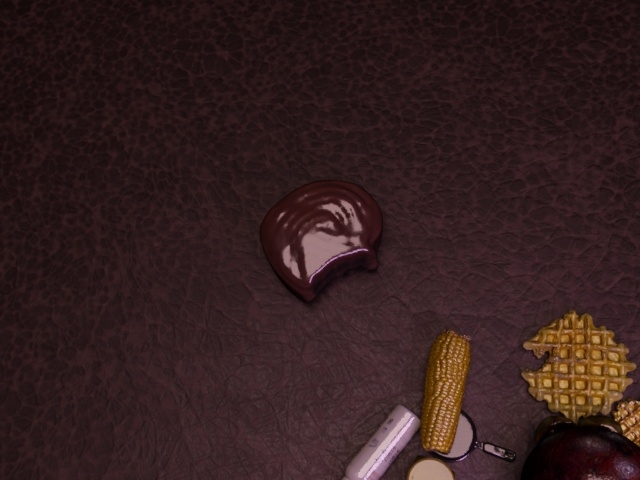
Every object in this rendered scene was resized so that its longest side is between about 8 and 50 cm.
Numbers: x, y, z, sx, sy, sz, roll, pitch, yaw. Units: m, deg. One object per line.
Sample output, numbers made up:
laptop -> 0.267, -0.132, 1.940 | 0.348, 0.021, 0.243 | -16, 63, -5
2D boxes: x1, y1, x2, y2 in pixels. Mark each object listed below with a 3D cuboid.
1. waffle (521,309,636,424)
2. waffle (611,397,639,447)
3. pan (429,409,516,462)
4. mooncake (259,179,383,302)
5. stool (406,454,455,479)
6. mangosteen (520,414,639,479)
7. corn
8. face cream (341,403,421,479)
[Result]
waffle -> 0.635, 0.316, 1.682 | 0.261, 0.056, 0.250 | -37, 71, -9
waffle -> 0.778, 0.461, 1.619 | 0.191, 0.038, 0.191 | -2, 70, 5
pan -> 0.364, 0.490, 1.661 | 0.235, 0.028, 0.136 | 17, 70, 12
mooncake -> 0.000, 0.000, 1.812 | 0.326, 0.174, 0.333 | 5, 69, 6
stool -> 0.258, 0.571, 1.601 | 0.134, 0.110, 0.135 | -19, 68, -2
mangosteen -> 0.598, 0.527, 1.485 | 0.300, 0.300, 0.300 | -2, 70, 6
corn -> 0.300, 0.367, 1.660 | 0.106, 0.106, 0.305 | 12, 64, 11
face cream -> 0.136, 0.524, 1.649 | 0.082, 0.082, 0.269 | 37, 79, 18
